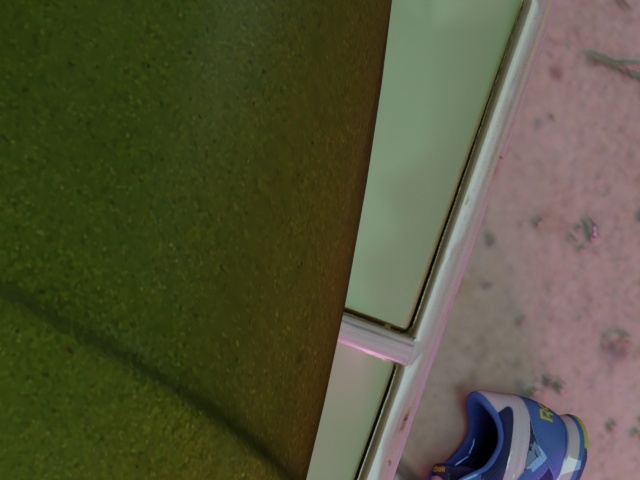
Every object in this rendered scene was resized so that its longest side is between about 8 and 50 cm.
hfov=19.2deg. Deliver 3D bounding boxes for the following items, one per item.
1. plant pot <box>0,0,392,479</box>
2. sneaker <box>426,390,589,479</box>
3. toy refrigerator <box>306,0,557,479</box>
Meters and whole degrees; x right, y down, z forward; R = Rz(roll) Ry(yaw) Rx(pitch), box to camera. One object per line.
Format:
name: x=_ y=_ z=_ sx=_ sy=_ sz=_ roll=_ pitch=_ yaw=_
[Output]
plant pot: x=-0.126 y=-0.069 z=0.614 sx=0.366 sy=0.366 sz=0.353 roll=29 pitch=72 yaw=-23
sneaker: x=0.065 y=0.133 z=0.852 sx=0.059 sy=0.053 sz=0.144 roll=31 pitch=74 yaw=-23
toy refrigerator: x=0.000 y=0.000 z=0.788 sx=0.102 sy=0.094 sz=0.269 roll=21 pitch=87 yaw=-23
